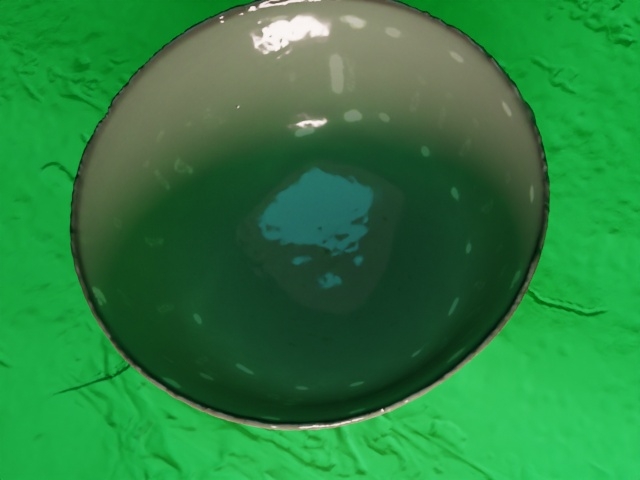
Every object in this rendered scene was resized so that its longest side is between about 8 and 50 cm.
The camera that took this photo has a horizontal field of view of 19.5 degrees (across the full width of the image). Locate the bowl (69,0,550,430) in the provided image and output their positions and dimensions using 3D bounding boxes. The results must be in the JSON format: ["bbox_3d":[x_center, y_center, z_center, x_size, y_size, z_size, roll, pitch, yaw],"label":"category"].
[{"bbox_3d":[0.000,0.000,1.349,0.337,0.157,0.337,-3,65,7],"label":"bowl"}]
